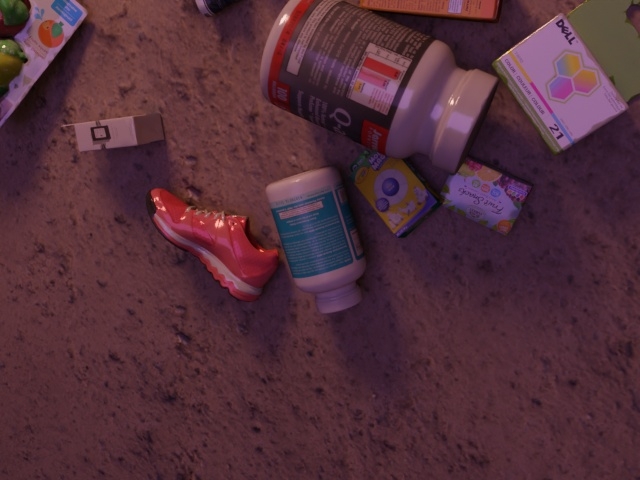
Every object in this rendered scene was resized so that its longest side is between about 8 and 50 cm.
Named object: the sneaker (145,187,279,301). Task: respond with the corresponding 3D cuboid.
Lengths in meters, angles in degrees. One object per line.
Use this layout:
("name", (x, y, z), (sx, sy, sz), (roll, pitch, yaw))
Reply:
("sneaker", (-0.214, -0.020, 1.357), (0.314, 0.116, 0.136), (41, 103, -1))

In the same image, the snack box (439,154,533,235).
("snack box", (0.295, -0.084, 1.185), (0.141, 0.037, 0.100), (27, 112, 12))

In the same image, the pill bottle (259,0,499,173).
("pill bottle", (0.099, -0.264, 1.116), (0.363, 0.210, 0.210), (26, 110, 12))

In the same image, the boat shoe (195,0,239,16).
("boat shoe", (-0.214, -0.526, 1.247), (0.083, 0.065, 0.183), (-19, 99, 14))

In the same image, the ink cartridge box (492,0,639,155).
("ink cartridge box", (0.437, -0.288, 1.054), (0.255, 0.097, 0.188), (-35, 90, 24))

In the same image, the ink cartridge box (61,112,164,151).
("ink cartridge box", (-0.432, -0.224, 1.371), (0.180, 0.104, 0.060), (-3, 103, 21))

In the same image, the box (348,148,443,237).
("box", (0.132, -0.105, 1.220), (0.105, 0.043, 0.179), (-45, 69, 23))

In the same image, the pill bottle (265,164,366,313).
("pill bottle", (0.000, 0.000, 1.251), (0.146, 0.146, 0.264), (-14, 98, 22))

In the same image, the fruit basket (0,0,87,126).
("fruit basket", (-0.716, -0.451, 1.378), (0.327, 0.165, 0.353), (43, 107, -2))

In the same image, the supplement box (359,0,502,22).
("supplement box", (0.189, -0.419, 1.119), (0.234, 0.078, 0.080), (9, 106, 17))
